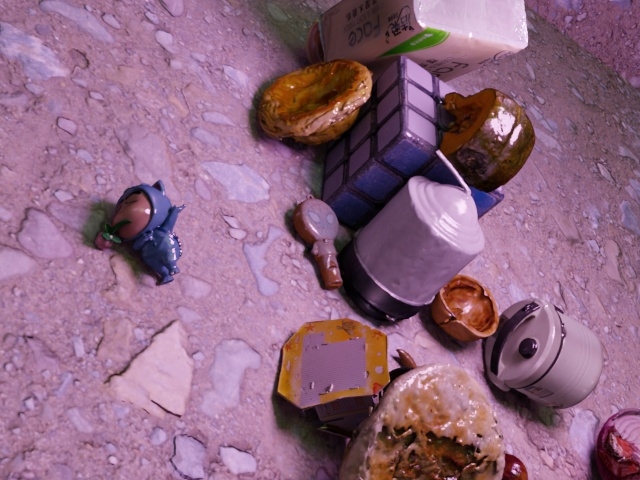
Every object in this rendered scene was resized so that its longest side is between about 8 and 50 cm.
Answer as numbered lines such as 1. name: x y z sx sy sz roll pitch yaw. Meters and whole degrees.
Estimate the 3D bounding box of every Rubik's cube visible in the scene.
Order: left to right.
1. Rubik's cube: 0.208 -0.182 1.944 0.301 0.305 0.303 30 39 -23

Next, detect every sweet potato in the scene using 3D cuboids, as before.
1. sweet potato: 0.195 0.268 1.758 0.115 0.026 0.026 50 36 -7

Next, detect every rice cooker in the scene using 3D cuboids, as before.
1. rice cooker: 0.501 0.259 1.925 0.244 0.226 0.226 28 41 -29

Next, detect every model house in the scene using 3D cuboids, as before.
1. model house: 0.041 0.259 1.546 0.219 0.207 0.136 -91 165 -54

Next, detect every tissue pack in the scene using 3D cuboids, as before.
1. tissue pack: 0.238 -0.507 2.021 0.332 0.405 0.205 0 84 -30

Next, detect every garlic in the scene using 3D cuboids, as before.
1. garlic: 0.038 -0.476 2.203 0.207 0.115 0.128 30 71 -24

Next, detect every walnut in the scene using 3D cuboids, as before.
1. walnut: 0.319 0.166 1.922 0.167 0.087 0.211 52 34 16

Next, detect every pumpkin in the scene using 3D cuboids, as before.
1. pumpkin: 0.325 -0.211 1.775 0.139 0.190 0.280 33 -3 -18

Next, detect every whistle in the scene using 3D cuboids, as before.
1. whistle: 0.000 0.000 1.779 0.107 0.057 0.220 6 58 -43

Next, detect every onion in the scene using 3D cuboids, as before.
1. onion: 0.710 0.520 1.938 0.349 0.159 0.267 21 32 -34

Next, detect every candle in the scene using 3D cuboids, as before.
1. candle: 0.207 0.003 1.754 0.221 0.342 0.221 29 35 -23

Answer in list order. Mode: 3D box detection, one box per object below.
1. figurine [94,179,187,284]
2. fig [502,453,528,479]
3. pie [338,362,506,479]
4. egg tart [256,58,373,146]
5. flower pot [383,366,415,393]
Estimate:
1. figurine: -0.303 -0.012 1.445 0.144 0.114 0.178 -17 78 -49
2. fig: 0.390 0.495 1.715 0.125 0.089 0.089 55 30 -31
3. pie: 0.180 0.375 1.448 0.339 0.077 0.339 -2 94 -30
4. egg tart: -0.005 -0.306 1.926 0.295 0.295 0.116 -76 149 -48
5. flower pot: 0.177 0.328 1.589 0.107 0.157 0.157 31 38 -40
